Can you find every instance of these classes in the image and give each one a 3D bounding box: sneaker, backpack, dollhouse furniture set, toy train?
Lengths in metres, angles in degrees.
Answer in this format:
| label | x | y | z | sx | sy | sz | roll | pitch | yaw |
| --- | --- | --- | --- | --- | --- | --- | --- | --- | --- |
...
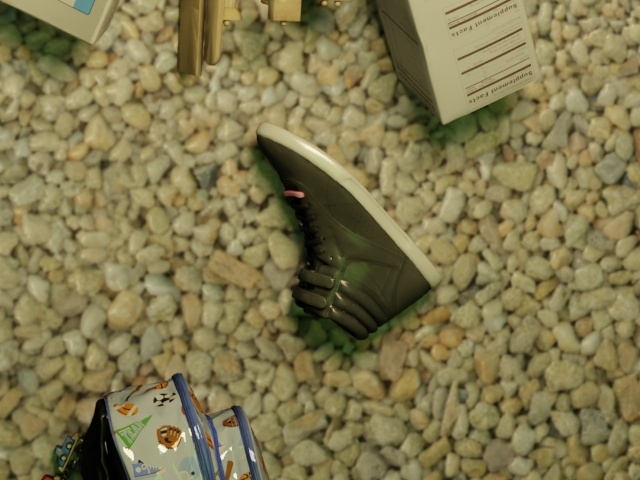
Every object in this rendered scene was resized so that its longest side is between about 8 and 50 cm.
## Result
| label | x | y | z | sx | sy | sz | roll | pitch | yaw |
| --- | --- | --- | --- | --- | --- | --- | --- | --- | --- |
| sneaker | 0.000 | 0.000 | 1.955 | 0.147 | 0.104 | 0.296 | -47 | 109 | -8 |
| backpack | -0.161 | 0.284 | 1.889 | 0.213 | 0.276 | 0.263 | -22 | 95 | -14 |
| dollhouse furniture set | -0.065 | -0.246 | 1.903 | 0.151 | 0.144 | 0.123 | -2 | 103 | -27 |
| toy train | -0.319 | 0.296 | 1.966 | 0.036 | 0.027 | 0.158 | 26 | 92 | -4 |

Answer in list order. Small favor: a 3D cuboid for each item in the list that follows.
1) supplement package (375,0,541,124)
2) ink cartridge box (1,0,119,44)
| label | x | y | z | sx | sy | sz | roll | pitch | yaw |
| --- | --- | --- | --- | --- | --- | --- | --- | --- | --- |
| supplement package | 0.143 | -0.282 | 1.892 | 0.133 | 0.139 | 0.244 | -26 | 128 | -8 |
| ink cartridge box | -0.299 | -0.396 | 1.768 | 0.261 | 0.066 | 0.296 | 26 | 117 | -2 |
